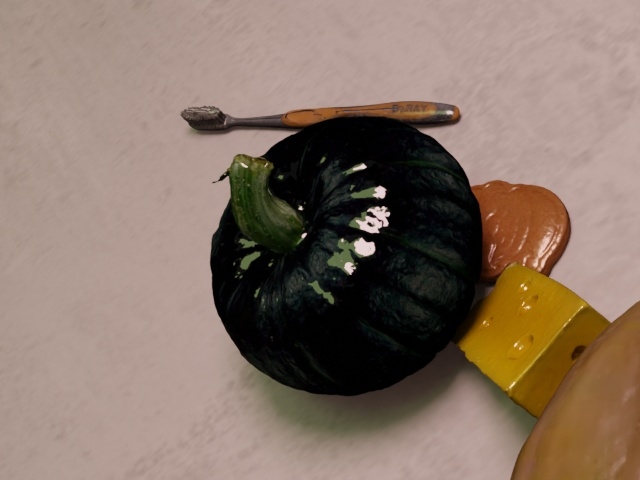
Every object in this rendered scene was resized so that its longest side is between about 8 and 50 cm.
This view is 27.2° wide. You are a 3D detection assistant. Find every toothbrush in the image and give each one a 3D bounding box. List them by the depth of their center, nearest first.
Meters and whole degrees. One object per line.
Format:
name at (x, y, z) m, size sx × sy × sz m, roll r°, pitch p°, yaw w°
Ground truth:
toothbrush at (-0.006, -0.124, 1.330) m, size 0.321 × 0.031 × 0.023 m, roll 2°, pitch 73°, yaw 30°

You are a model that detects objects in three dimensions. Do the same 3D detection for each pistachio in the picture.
pistachio at (0.215, 0.160, 0.903) m, size 0.162 × 0.213 × 0.261 m, roll 23°, pitch 68°, yaw 1°

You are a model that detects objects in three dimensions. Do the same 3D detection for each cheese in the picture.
cheese at (0.171, 0.081, 1.052) m, size 0.093 × 0.126 × 0.171 m, roll -51°, pitch 31°, yaw 1°

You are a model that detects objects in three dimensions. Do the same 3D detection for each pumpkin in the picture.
pumpkin at (0.000, 0.000, 1.104) m, size 0.248 × 0.248 × 0.248 m, roll -16°, pitch 54°, yaw 24°

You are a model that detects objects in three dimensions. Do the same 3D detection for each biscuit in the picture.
biscuit at (0.155, -0.008, 1.160) m, size 0.130 × 0.019 × 0.102 m, roll 2°, pitch 62°, yaw 34°
